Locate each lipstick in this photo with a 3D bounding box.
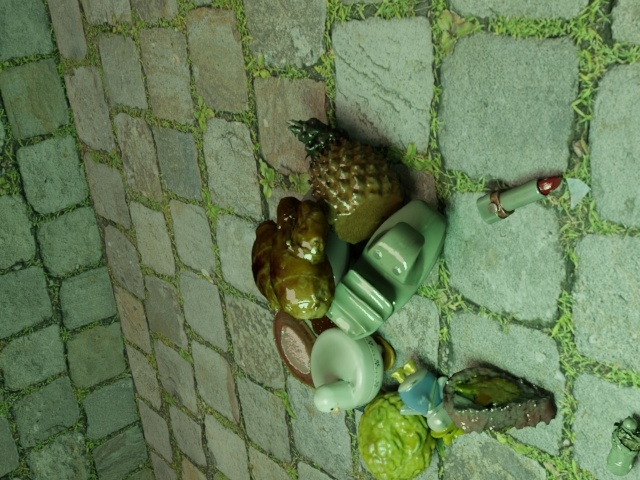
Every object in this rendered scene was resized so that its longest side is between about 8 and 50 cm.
[{"bbox_3d":[0.410,-0.092,1.330,0.186,0.057,0.063,-27,87,50],"label":"lipstick"}]

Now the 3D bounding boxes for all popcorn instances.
[{"bbox_3d":[0.198,0.531,1.800,0.251,0.206,0.237,-115,7,-59],"label":"popcorn"}]

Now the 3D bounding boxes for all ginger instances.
[{"bbox_3d":[-0.075,0.035,1.569,0.357,0.152,0.274,-162,69,-67],"label":"ginger"}]

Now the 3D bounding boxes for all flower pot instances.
[{"bbox_3d":[0.164,0.065,1.533,0.164,0.254,0.367,41,135,10],"label":"flower pot"}]

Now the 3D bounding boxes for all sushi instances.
[{"bbox_3d":[0.407,0.368,1.521,0.161,0.241,0.107,-94,-8,-60],"label":"sushi"}]

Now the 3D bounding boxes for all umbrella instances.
[{"bbox_3d":[0.628,0.423,1.339,0.067,0.062,0.143,-118,23,-61],"label":"umbrella"}]

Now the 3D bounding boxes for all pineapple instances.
[{"bbox_3d":[0.043,-0.183,1.613,0.357,0.223,0.223,58,142,27],"label":"pineapple"}]

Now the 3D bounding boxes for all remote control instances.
[{"bbox_3d":[0.000,0.000,1.742,0.221,0.103,0.332,-34,49,48],"label":"remote control"}]

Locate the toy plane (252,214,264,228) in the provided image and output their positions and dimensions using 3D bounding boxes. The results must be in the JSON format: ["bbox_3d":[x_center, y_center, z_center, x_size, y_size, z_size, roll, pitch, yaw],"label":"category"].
[{"bbox_3d":[-0.187,-0.040,2.089,0.078,0.024,0.084,14,121,25],"label":"toy plane"}]

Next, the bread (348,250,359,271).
[{"bbox_3d":[0.069,0.130,1.811,0.213,0.104,0.213,29,132,38],"label":"bread"}]

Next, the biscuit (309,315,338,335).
[{"bbox_3d":[0.022,0.226,1.966,0.236,0.039,0.180,35,130,33],"label":"biscuit"}]

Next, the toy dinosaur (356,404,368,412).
[{"bbox_3d":[0.120,0.512,1.982,0.247,0.075,0.188,-1,117,45],"label":"toy dinosaur"}]

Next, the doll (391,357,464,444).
[{"bbox_3d":[0.284,0.425,1.695,0.241,0.135,0.099,53,148,-1],"label":"doll"}]

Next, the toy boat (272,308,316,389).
[{"bbox_3d":[-0.070,0.346,2.098,0.141,0.099,0.318,-31,82,11],"label":"toy boat"}]

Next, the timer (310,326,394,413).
[{"bbox_3d":[0.055,0.357,1.800,0.233,0.240,0.233,1,92,51],"label":"timer"}]
